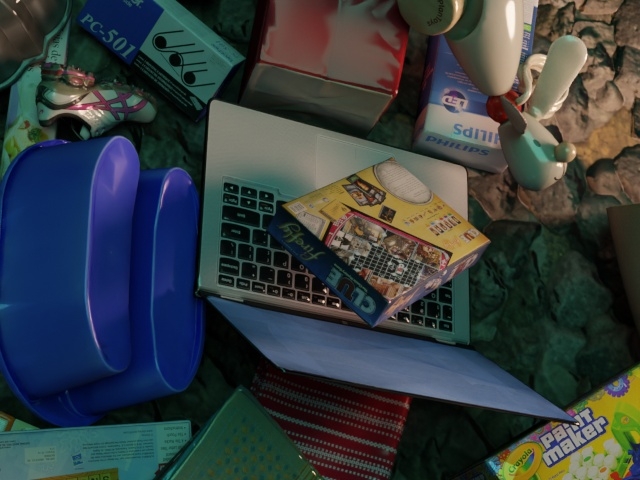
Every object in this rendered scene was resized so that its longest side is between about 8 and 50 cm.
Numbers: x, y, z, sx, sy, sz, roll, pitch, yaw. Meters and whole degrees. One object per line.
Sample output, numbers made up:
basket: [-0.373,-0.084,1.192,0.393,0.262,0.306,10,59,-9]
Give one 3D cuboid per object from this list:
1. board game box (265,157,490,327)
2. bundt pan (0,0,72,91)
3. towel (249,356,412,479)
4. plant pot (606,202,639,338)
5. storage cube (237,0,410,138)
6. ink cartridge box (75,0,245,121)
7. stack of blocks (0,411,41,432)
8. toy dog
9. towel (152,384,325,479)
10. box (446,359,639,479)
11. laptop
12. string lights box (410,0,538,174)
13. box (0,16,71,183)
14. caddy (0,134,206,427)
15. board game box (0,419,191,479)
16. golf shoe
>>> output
board game box: [0.071,-0.004,1.572,0.165,0.042,0.243,42,34,17]
bundt pan: [-0.474,-0.335,1.682,0.330,0.124,0.331,-1,70,3]
towel: [0.014,0.193,1.694,0.198,0.031,0.275,20,68,-6]
plant pot: [0.500,0.085,1.746,0.256,0.256,0.274,-3,89,-13]
storage cube: [0.006,-0.262,1.757,0.183,0.215,0.193,13,75,-8]
ink cartridge box: [-0.206,-0.258,1.766,0.207,0.097,0.046,39,29,4]
stack of blocks: [-0.435,0.260,1.540,0.297,0.087,0.171,23,68,-4]
toy dog: [0.247,-0.234,1.693,0.333,0.161,0.220,45,54,-27]
towel: [-0.065,0.384,1.533,0.271,0.040,0.370,-48,111,-23]
box: [0.353,0.321,1.620,0.290,0.177,0.279,-27,79,-19]
laptop: [0.074,0.016,1.602,0.382,0.236,0.408,13,65,-26]
string lights box: [0.211,-0.233,1.861,0.133,0.077,0.260,14,69,-7]
box: [-0.358,-0.151,1.714,0.063,0.067,0.324,7,69,-10]
caddy: [-0.265,0.041,1.578,0.179,0.241,0.341,-12,67,29]
board game box: [-0.282,0.359,1.465,0.318,0.066,0.318,2,81,-34]
golf shoe: [-0.280,-0.164,1.708,0.186,0.067,0.086,11,91,-50]
